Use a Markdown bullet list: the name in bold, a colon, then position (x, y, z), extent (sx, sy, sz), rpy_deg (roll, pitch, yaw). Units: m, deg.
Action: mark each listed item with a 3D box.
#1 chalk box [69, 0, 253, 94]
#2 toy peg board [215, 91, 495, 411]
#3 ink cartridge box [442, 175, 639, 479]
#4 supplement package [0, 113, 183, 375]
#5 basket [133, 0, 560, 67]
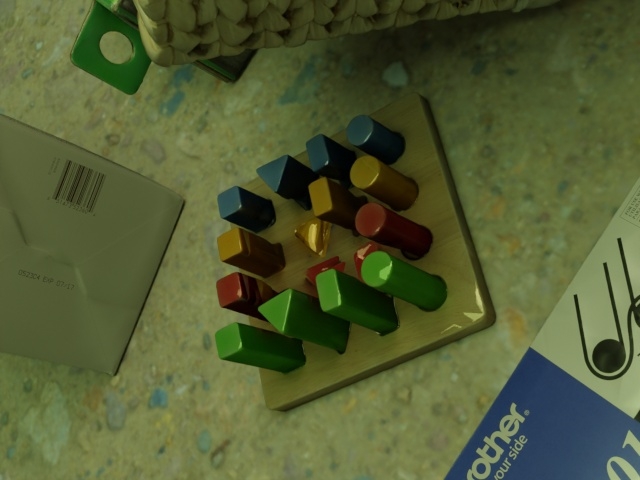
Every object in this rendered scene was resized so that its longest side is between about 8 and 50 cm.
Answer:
- **chalk box**: position (-0.107, -0.210, 0.728), extent (0.132, 0.132, 0.213), rpy_deg (41, 99, 36)
- **toy peg board**: position (0.000, 0.000, 0.619), extent (0.161, 0.079, 0.160), rpy_deg (-26, 62, 26)
- **ink cartridge box**: position (0.155, 0.073, 0.507), extent (0.097, 0.046, 0.207), rpy_deg (36, 97, 38)
- **supplement package**: position (-0.253, -0.017, 0.730), extent (0.203, 0.194, 0.149), rpy_deg (20, 87, 37)
- **basket**: position (-0.001, -0.293, 0.473), extent (0.267, 0.328, 0.331), rpy_deg (-17, 78, -9)
